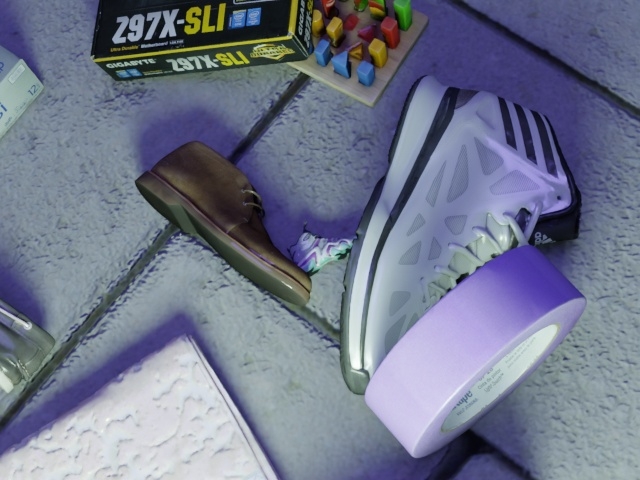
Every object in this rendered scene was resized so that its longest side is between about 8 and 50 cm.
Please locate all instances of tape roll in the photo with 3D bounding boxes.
[{"bbox_3d":[0.183,0.132,1.319,0.275,0.275,0.090,-40,69,-7],"label":"tape roll"}]

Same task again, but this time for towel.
[{"bbox_3d":[-0.230,0.330,1.430,0.332,0.053,0.317,-33,69,-5],"label":"towel"}]

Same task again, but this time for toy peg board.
[{"bbox_3d":[0.045,-0.305,1.604,0.161,0.079,0.160,29,77,18],"label":"toy peg board"}]

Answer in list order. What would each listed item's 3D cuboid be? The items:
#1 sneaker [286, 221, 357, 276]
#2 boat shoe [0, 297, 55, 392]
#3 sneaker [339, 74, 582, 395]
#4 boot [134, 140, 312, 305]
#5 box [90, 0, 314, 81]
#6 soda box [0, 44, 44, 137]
[{"bbox_3d":[0.000,0.000,1.521,0.098,0.038,0.069,-28,69,-3],"label":"sneaker"},{"bbox_3d":[-0.500,0.068,1.542,0.335,0.112,0.095,43,69,15],"label":"boat shoe"},{"bbox_3d":[0.190,0.004,1.422,0.257,0.169,0.447,13,70,15],"label":"sneaker"},{"bbox_3d":[-0.111,-0.030,1.517,0.305,0.112,0.115,38,73,22],"label":"boot"},{"bbox_3d":[-0.164,-0.375,1.631,0.322,0.079,0.257,-2,71,21],"label":"box"},{"bbox_3d":[-0.542,-0.161,1.632,0.098,0.091,0.286,34,78,19],"label":"soda box"}]
